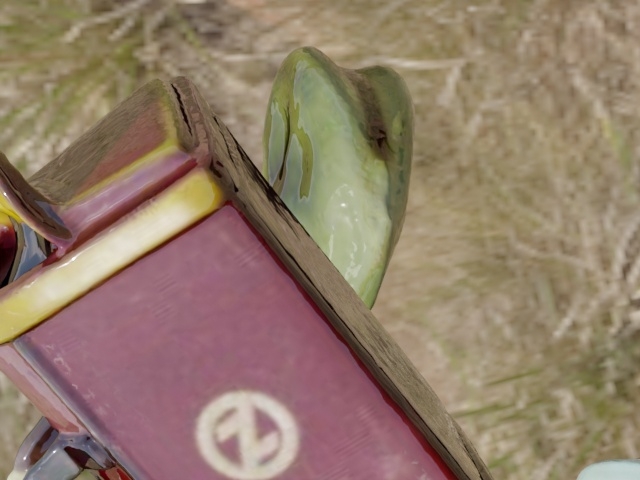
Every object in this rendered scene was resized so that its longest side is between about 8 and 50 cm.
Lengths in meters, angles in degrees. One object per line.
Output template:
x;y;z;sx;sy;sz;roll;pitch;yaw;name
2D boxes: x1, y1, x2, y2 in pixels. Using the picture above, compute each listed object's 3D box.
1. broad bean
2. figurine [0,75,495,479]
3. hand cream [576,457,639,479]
-0.003;-0.001;1.071;0.153;0.072;0.206;-150;72;-73;broad bean
-0.037;0.031;0.436;0.098;0.082;0.154;-38;109;7;figurine
0.104;0.238;0.768;0.067;0.109;0.320;-16;51;54;hand cream
